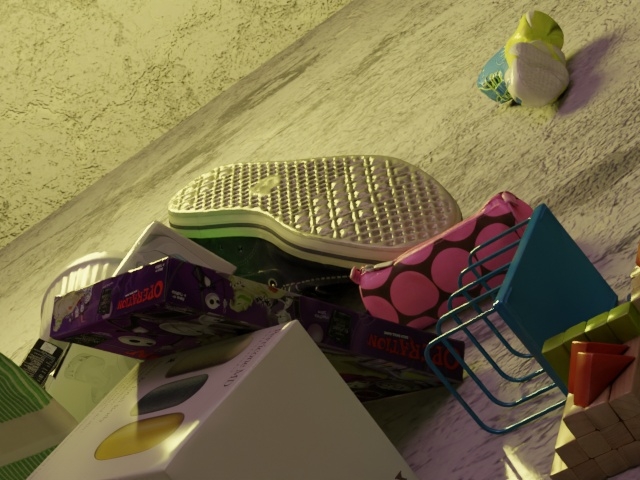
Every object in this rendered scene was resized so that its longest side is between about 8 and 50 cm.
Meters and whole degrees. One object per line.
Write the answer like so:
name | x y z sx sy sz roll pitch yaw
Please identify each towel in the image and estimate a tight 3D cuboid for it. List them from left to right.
towel | -0.337 0.233 1.779 0.248 0.325 0.038 -25 26 37

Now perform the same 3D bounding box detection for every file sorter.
file sorter | 0.178 0.072 1.506 0.104 0.118 0.170 -30 16 34

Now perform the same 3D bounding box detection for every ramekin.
ramekin | -0.270 0.127 2.193 0.207 0.207 0.109 -31 25 21

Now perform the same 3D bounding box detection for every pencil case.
pencil case | 0.139 0.023 1.774 0.209 0.098 0.095 -31 16 19

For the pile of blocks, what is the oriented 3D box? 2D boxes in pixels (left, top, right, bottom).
pile of blocks | 0.271 0.043 1.390 0.149 0.112 0.362 -17 24 51

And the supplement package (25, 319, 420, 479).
supplement package | -0.096 0.224 1.508 0.263 0.198 0.199 -18 24 50

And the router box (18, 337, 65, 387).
router box | -0.348 0.188 1.972 0.122 0.038 0.092 -64 0 40

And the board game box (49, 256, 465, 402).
board game box | -0.057 0.096 1.611 0.208 0.347 0.056 -13 66 53

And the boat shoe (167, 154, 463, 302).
boat shoe | 0.000 0.000 2.068 0.187 0.156 0.500 -40 26 -31

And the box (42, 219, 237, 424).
box | -0.235 0.147 1.991 0.262 0.127 0.231 -60 2 31

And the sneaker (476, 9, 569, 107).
sneaker | 0.268 -0.213 2.257 0.126 0.091 0.240 -50 7 31
